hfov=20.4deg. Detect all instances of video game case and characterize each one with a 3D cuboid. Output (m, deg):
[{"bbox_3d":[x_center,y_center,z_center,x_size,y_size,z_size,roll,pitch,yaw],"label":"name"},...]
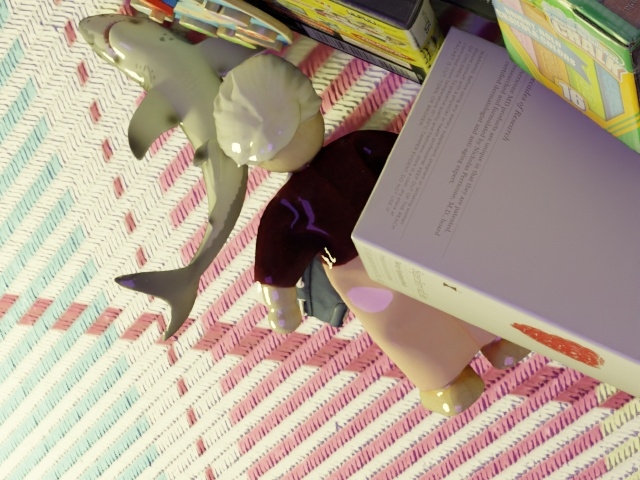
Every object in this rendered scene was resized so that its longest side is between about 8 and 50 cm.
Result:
[{"bbox_3d":[-0.040,-0.196,1.306,0.275,0.035,0.248,24,179,10],"label":"video game case"}]

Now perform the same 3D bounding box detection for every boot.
[{"bbox_3d":[0.000,0.000,1.552,0.086,0.069,0.190,19,142,5],"label":"boot"}]

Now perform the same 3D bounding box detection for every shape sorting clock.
[{"bbox_3d":[-0.118,-0.188,1.369,0.206,0.040,0.206,24,180,0],"label":"shape sorting clock"}]

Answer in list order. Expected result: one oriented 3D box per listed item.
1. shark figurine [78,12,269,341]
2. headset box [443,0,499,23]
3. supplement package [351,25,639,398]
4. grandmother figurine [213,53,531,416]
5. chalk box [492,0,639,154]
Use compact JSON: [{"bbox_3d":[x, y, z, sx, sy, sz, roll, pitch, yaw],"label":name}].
[{"bbox_3d":[-0.097,-0.067,1.498,0.166,0.278,0.116,-12,166,4],"label":"shark figurine"},{"bbox_3d":[0.049,-0.317,1.193,0.283,0.131,0.246,22,135,11],"label":"headset box"},{"bbox_3d":[0.195,-0.003,1.305,0.293,0.175,0.177,24,172,11],"label":"supplement package"},{"bbox_3d":[0.030,-0.007,1.453,0.342,0.208,0.104,52,165,-22],"label":"grandmother figurine"},{"bbox_3d":[0.190,-0.173,1.110,0.132,0.132,0.213,40,172,25],"label":"chalk box"}]
